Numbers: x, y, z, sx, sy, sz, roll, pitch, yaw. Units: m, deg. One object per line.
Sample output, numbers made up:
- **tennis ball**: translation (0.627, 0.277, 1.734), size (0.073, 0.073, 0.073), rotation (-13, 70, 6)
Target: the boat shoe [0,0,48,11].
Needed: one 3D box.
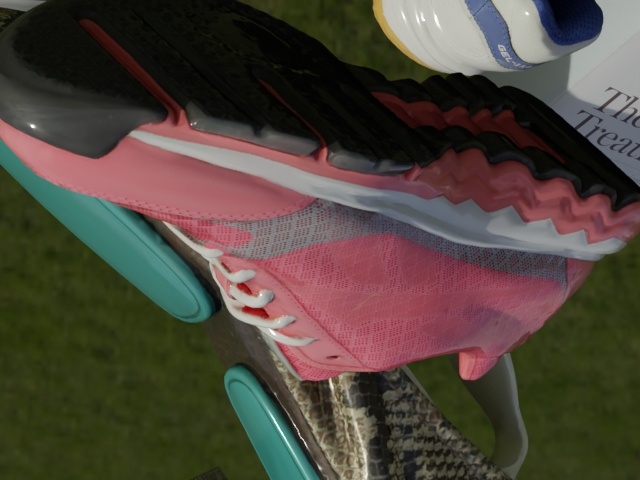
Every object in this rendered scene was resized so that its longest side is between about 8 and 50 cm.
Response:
- **boat shoe**: translation (-0.204, -0.143, 0.989), size (0.267, 0.088, 0.096), rotation (2, 156, -11)

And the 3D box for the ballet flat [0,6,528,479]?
- **ballet flat**: translation (-0.019, 0.025, 0.913), size (0.483, 0.182, 0.164), rotation (52, 163, -6)

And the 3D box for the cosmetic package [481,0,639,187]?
- **cosmetic package**: translation (0.328, -0.111, 1.020), size (0.377, 0.097, 0.284), rotation (17, 137, -32)

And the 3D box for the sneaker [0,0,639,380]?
- **sneaker**: translation (0.001, 0.000, 0.625), size (0.314, 0.116, 0.136), rotation (11, 117, -41)

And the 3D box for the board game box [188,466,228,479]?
- **board game box**: translation (-0.069, 0.271, 1.125), size (0.056, 0.208, 0.347), rotation (-30, 174, 6)

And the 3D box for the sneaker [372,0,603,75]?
- **sneaker**: translation (0.122, -0.224, 0.785), size (0.112, 0.296, 0.131), rotation (9, -177, -35)
